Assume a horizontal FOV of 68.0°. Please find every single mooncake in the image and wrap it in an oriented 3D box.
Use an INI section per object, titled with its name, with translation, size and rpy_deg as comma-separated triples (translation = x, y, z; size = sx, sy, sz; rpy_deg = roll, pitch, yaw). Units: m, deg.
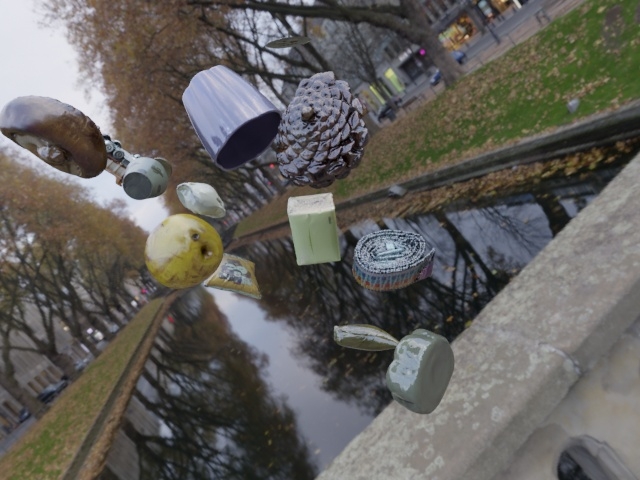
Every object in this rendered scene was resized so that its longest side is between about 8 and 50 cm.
[mooncake]
translation = 0.326, 0.423, 1.548
size = 0.135, 0.274, 0.275
rpy_deg = 11, 46, 42

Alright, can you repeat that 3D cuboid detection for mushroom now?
[mushroom]
translation = -0.649, -0.254, 1.176
size = 0.153, 0.253, 0.253
rpy_deg = -63, 16, -18

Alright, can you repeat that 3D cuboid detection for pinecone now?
[pinecone]
translation = 0.004, -0.280, 1.293
size = 0.296, 0.242, 0.297
rpy_deg = 153, 131, -80

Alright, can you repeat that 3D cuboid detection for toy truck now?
[toy truck]
translation = -0.794, -0.305, 1.830
size = 0.135, 0.270, 0.114
rpy_deg = -46, 46, 7

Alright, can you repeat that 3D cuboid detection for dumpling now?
[dumpling]
translation = -0.459, -0.143, 1.812
size = 0.111, 0.181, 0.155
rpy_deg = -33, 4, -41

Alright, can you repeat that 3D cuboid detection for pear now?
[pear]
translation = -0.489, 0.039, 1.705
size = 0.281, 0.280, 0.280
rpy_deg = -39, 9, 7

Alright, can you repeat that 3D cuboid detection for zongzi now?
[zongzi]
translation = 0.200, 0.432, 2.056
size = 0.256, 0.228, 0.114
rpy_deg = -174, 91, -65

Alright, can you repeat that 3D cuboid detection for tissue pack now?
[tissue pack]
translation = -0.020, -0.038, 1.661
size = 0.159, 0.234, 0.125
rpy_deg = -6, 37, 2

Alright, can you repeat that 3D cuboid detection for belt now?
[belt]
translation = 0.263, 0.077, 1.789
size = 0.295, 0.206, 0.160
rpy_deg = -15, -37, -14

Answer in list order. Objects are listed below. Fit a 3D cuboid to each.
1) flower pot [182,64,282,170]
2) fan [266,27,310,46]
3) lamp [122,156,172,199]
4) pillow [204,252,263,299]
[flower pot]
translation = -0.282, -0.385, 1.462
size = 0.265, 0.243, 0.265
rpy_deg = -38, -11, -9
[fan]
translation = -0.126, -0.804, 1.883
size = 0.191, 0.009, 0.329
rpy_deg = -9, 11, -2
[lamp]
translation = -0.494, -0.184, 1.363
size = 0.121, 0.121, 0.214
rpy_deg = -38, 19, 14
[pillow]
translation = -0.452, 0.163, 2.387
size = 0.119, 0.310, 0.312
rpy_deg = -64, 27, 24
